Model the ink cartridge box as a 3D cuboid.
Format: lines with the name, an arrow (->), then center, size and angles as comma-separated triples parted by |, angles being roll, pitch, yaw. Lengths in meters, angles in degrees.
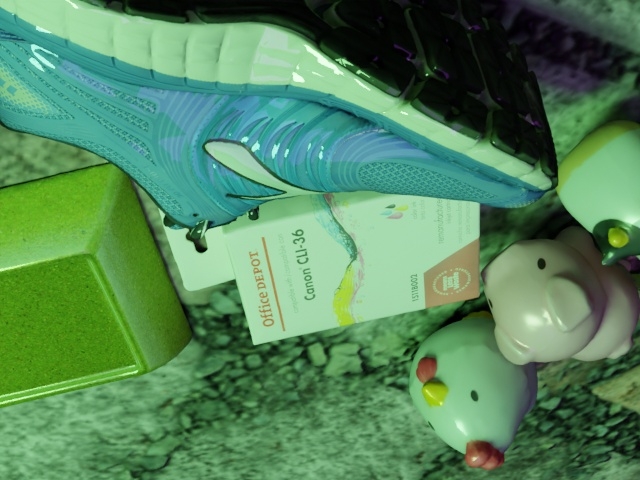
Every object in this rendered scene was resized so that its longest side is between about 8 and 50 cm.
ink cartridge box -> 0.000, 0.000, 0.654 | 0.198, 0.067, 0.115 | -12, 137, -2

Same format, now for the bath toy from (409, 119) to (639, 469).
bath toy -> 0.180, 0.035, 0.690 | 0.151, 0.129, 0.348 | 32, 123, -14

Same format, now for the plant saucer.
plant saucer -> -0.196, 0.049, 0.674 | 0.188, 0.045, 0.188 | -13, 137, 0

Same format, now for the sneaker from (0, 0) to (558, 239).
sneaker -> -0.023, -0.077, 0.547 | 0.329, 0.130, 0.147 | 15, 138, -16

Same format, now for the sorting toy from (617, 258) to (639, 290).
sorting toy -> 0.213, 0.035, 0.783 | 0.083, 0.012, 0.062 | 15, 125, -22
